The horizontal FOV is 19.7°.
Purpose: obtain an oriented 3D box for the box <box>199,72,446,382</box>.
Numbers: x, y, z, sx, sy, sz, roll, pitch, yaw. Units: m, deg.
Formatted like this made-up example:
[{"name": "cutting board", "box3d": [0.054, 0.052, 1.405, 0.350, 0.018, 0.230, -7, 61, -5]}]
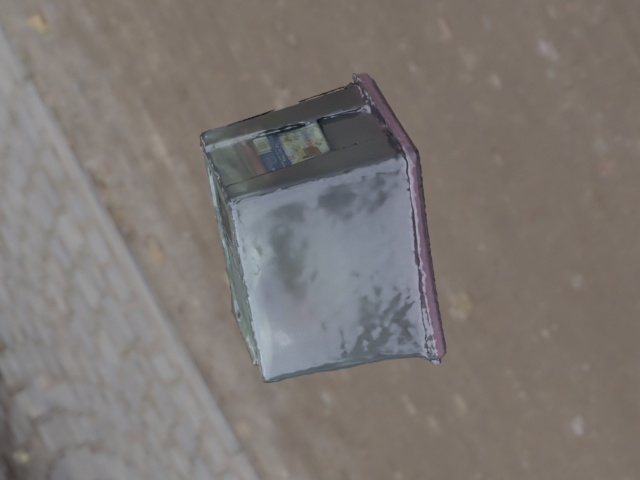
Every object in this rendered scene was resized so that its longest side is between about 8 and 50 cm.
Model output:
[{"name": "box", "box3d": [0.000, 0.000, 0.597, 0.060, 0.063, 0.085, -120, 16, -54]}]
